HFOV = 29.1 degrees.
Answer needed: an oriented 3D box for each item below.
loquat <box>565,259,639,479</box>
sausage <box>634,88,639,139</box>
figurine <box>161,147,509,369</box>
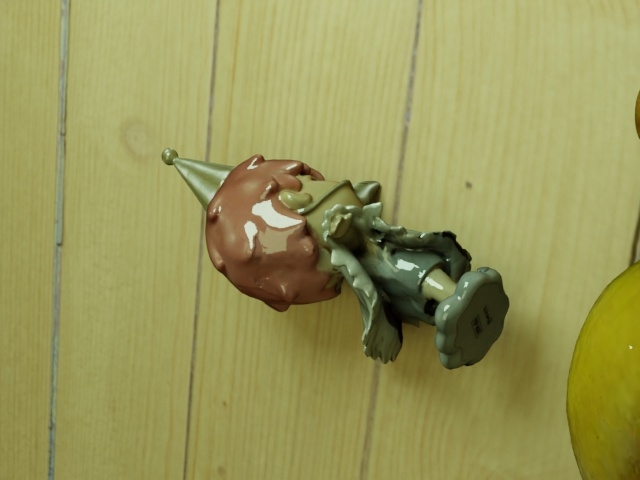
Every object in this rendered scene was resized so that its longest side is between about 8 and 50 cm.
[{"bbox_3d":[0.340,0.142,0.837,0.328,0.328,0.359,-3,94,38],"label":"loquat"},{"bbox_3d":[0.348,-0.141,0.906,0.270,0.109,0.109,-30,83,38],"label":"sausage"},{"bbox_3d":[0.000,0.000,1.191,0.387,0.166,0.207,28,160,34],"label":"figurine"}]
